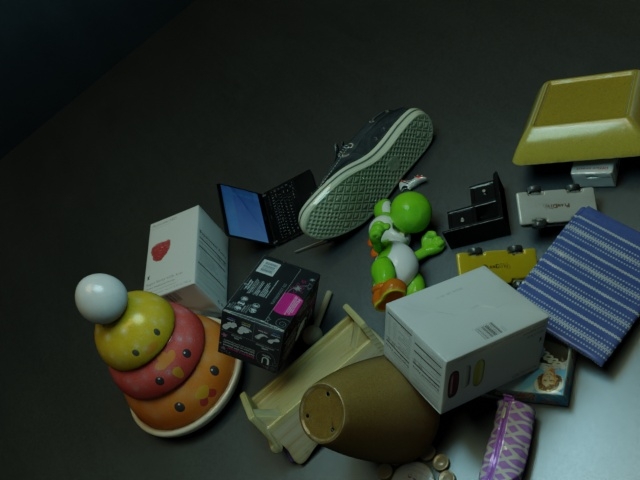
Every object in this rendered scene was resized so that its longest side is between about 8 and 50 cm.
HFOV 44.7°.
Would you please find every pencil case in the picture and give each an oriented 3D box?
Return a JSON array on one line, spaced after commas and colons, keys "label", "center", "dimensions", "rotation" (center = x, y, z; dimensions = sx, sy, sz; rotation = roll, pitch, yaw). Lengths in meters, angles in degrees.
[{"label": "pencil case", "center": [0.376, 0.418, 1.571], "dimensions": [0.086, 0.088, 0.206], "rotation": [-1, 56, 34]}]

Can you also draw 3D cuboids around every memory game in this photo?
[{"label": "memory game", "center": [0.198, 0.518, 1.653], "dimensions": [0.186, 0.012, 0.186], "rotation": [-17, 48, 19]}]

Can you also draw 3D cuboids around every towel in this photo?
[{"label": "towel", "center": [0.591, 0.088, 1.688], "dimensions": [0.243, 0.040, 0.336], "rotation": [32, 67, 29]}]

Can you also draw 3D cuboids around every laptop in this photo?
[{"label": "laptop", "center": [-0.147, -0.114, 2.289], "dimensions": [0.264, 0.137, 0.234], "rotation": [-27, 46, 10]}]

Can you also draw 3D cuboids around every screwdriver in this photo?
[{"label": "screwdriver", "center": [0.000, 0.000, 2.186], "dimensions": [0.169, 0.024, 0.025], "rotation": [-17, 77, 19]}]

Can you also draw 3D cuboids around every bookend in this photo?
[{"label": "bookend", "center": [0.390, -0.076, 1.974], "dimensions": [0.156, 0.072, 0.157], "rotation": [-14, 48, 22]}]

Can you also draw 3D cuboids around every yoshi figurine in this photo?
[{"label": "yoshi figurine", "center": [0.212, 0.009, 1.946], "dimensions": [0.202, 0.204, 0.362], "rotation": [-9, 47, 5]}]

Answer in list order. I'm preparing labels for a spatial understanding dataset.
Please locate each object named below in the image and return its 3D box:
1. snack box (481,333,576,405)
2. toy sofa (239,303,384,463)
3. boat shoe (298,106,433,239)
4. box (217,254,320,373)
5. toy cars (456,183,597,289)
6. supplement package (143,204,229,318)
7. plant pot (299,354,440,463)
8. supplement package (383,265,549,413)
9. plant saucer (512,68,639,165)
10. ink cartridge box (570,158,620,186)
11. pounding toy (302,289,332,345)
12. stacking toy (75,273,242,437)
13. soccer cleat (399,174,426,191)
[{"label": "snack box", "center": [0.392, 0.253, 1.714], "dimensions": [0.321, 0.060, 0.187], "rotation": [0, 55, 31]}, {"label": "toy sofa", "center": [0.002, 0.340, 1.845], "dimensions": [0.362, 0.177, 0.150], "rotation": [-41, 20, -3]}, {"label": "boat shoe", "center": [0.109, -0.193, 2.170], "dimensions": [0.156, 0.187, 0.500], "rotation": [25, 64, 44]}, {"label": "box", "center": [-0.122, 0.174, 1.875], "dimensions": [0.163, 0.142, 0.247], "rotation": [18, 35, 12]}, {"label": "toy cars", "center": [0.482, -0.002, 1.842], "dimensions": [0.393, 0.087, 0.176], "rotation": [-44, 80, -9]}, {"label": "supplement package", "center": [-0.385, 0.080, 2.249], "dimensions": [0.177, 0.175, 0.293], "rotation": [-21, 46, 17]}, {"label": "plant pot", "center": [0.083, 0.352, 1.612], "dimensions": [0.237, 0.254, 0.237], "rotation": [-8, 77, 38]}, {"label": "supplement package", "center": [0.294, 0.197, 1.597], "dimensions": [0.261, 0.145, 0.204], "rotation": [-19, 39, -24]}, {"label": "plant saucer", "center": [0.664, -0.322, 1.938], "dimensions": [0.332, 0.081, 0.333], "rotation": [-2, 37, 30]}, {"label": "ink cartridge box", "center": [0.678, -0.198, 1.906], "dimensions": [0.099, 0.056, 0.135], "rotation": [2, 55, 33]}, {"label": "pounding toy", "center": [-0.101, 0.204, 2.048], "dimensions": [0.236, 0.110, 0.183], "rotation": [12, 45, 4]}, {"label": "stacking toy", "center": [-0.446, 0.247, 1.936], "dimensions": [0.350, 0.480, 0.351], "rotation": [-17, 48, 20]}, {"label": "soccer cleat", "center": [0.256, -0.157, 2.155], "dimensions": [0.083, 0.029, 0.036], "rotation": [-11, 59, 28]}]
